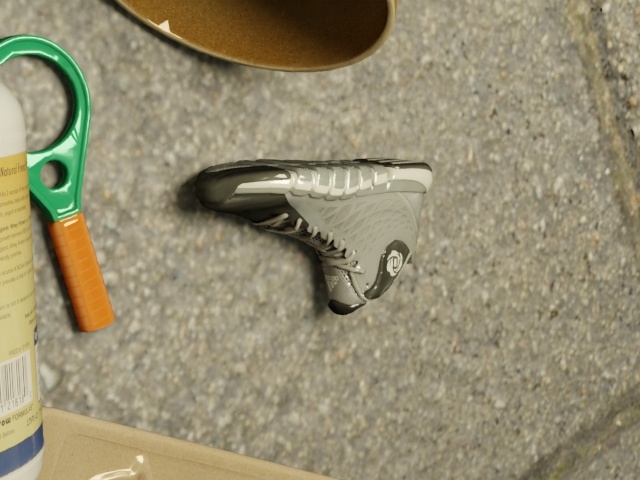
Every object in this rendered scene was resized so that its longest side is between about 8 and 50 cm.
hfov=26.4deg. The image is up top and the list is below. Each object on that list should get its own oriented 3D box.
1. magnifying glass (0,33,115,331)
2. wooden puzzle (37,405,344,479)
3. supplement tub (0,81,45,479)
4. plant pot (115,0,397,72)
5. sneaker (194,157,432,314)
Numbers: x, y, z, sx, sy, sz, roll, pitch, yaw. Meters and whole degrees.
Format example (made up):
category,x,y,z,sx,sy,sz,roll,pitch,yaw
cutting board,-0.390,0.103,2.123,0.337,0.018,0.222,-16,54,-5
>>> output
category,x,y,z,sx,sy,sz,roll,pitch,yaw
magnifying glass,-0.200,-0.041,1.026,0.092,0.026,0.231,-24,107,-30
wooden puzzle,-0.147,0.313,1.078,0.348,0.080,0.322,21,84,-39
supplement tub,-0.293,0.011,0.844,0.228,0.228,0.316,-7,100,-33
plant pot,-0.027,-0.294,1.005,0.237,0.237,0.254,32,65,-33
sneaker,0.000,0.000,1.130,0.228,0.086,0.132,-3,100,-35
